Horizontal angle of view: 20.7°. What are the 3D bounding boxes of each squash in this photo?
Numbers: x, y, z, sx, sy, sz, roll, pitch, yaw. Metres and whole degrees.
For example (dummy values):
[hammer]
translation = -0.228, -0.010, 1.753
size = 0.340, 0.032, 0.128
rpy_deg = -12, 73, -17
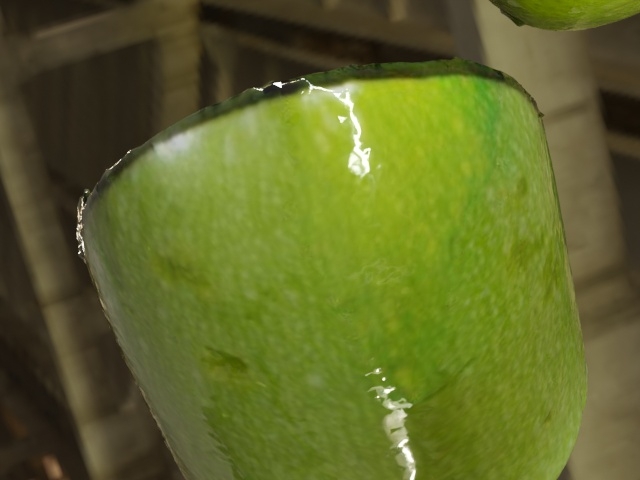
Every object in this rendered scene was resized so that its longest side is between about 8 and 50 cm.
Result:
[squash]
translation = 0.000, 0.000, 0.835
size = 0.210, 0.233, 0.309
rpy_deg = -100, 173, -46

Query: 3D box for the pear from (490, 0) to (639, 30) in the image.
[pear]
translation = 0.120, -0.206, 0.765
size = 0.187, 0.187, 0.220
rpy_deg = 58, -17, 32
